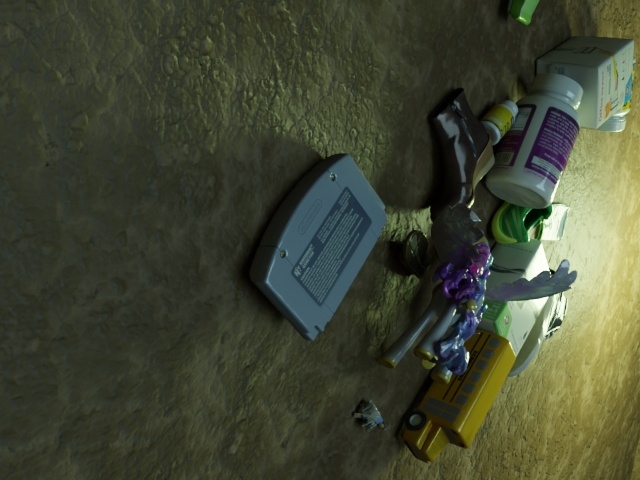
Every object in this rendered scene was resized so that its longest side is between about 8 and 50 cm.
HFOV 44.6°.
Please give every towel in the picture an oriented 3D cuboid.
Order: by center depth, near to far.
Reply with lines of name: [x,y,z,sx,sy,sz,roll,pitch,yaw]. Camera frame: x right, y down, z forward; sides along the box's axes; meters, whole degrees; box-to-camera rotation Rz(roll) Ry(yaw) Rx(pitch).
towel: [0.675,-0.052,2.257,0.152,0.023,0.113,-2,102,-51]

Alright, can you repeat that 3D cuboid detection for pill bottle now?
pill bottle: [0.412,-0.277,1.815,0.116,0.065,0.065,-47,135,-32]
pill bottle: [0.524,-0.243,1.883,0.169,0.169,0.301,36,74,-51]
pill bottle: [0.839,-0.428,2.261,0.119,0.119,0.208,-26,121,-45]

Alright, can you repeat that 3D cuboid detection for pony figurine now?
pony figurine: [0.295,0.109,1.616,0.303,0.351,0.363,35,69,-7]

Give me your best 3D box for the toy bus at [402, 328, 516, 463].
toy bus: [0.330,0.373,1.856,0.332,0.130,0.108,-54,137,-25]

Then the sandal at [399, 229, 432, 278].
sandal: [0.197,0.030,1.668,0.072,0.049,0.180,-58,155,-11]

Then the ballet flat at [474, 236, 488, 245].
ballet flat: [0.337,0.094,1.856,0.073,0.080,0.232,9,93,-24]

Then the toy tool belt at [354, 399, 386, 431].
toy tool belt: [0.104,0.383,1.671,0.051,0.052,0.083,-30,127,-4]

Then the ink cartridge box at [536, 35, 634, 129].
ink cartridge box: [0.686,-0.414,2.029,0.233,0.168,0.171,-36,129,-39]

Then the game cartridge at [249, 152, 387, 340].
game cartridge: [0.000,0.000,1.368,0.198,0.062,0.297,50,59,-30]

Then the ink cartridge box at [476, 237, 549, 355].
ink cartridge box: [0.478,0.147,1.999,0.272,0.115,0.198,-54,138,-25]

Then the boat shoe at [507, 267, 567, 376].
boat shoe: [0.600,0.253,2.175,0.158,0.127,0.340,48,63,-39]

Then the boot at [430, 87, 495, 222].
boot: [0.276,-0.181,1.685,0.248,0.090,0.206,-51,124,-26]

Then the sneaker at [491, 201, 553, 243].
sneaker: [0.545,-0.103,1.993,0.295,0.124,0.109,-59,139,-21]

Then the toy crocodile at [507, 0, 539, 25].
toy crocodile: [0.493,-0.658,1.756,0.115,0.105,0.340,11,93,-52]
